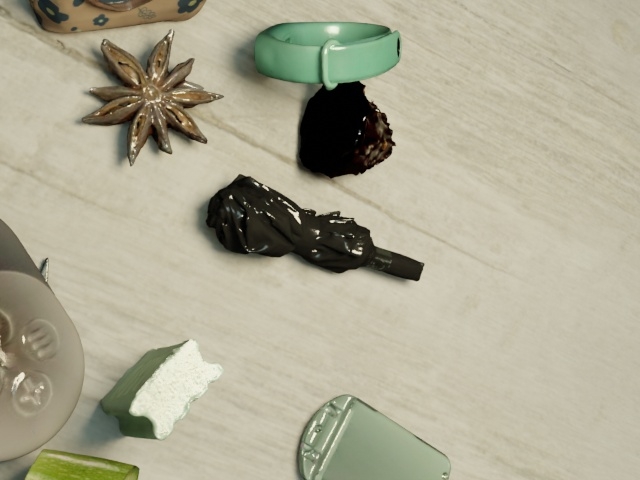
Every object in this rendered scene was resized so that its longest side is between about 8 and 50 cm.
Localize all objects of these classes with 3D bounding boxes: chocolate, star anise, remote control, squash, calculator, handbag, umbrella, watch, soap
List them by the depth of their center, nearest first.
[{"bbox_3d":[-0.297,0.327,1.012,0.123,0.170,0.170,24,71,-4],"label":"squash"},{"bbox_3d":[-0.412,0.104,1.013,0.221,0.103,0.332,-41,105,-43],"label":"remote control"},{"bbox_3d":[-0.201,0.183,1.054,0.063,0.198,0.114,47,64,-9],"label":"soap"},{"bbox_3d":[-0.265,-0.397,1.147,0.251,0.193,0.190,-13,89,-24],"label":"handbag"},{"bbox_3d":[-0.241,-0.195,1.190,0.182,0.065,0.195,-39,100,-20],"label":"star anise"},{"bbox_3d":[0.083,0.325,1.228,0.246,0.045,0.141,34,68,-13],"label":"calculator"},{"bbox_3d":[0.009,-0.269,1.230,0.195,0.237,0.068,6,112,14],"label":"watch"},{"bbox_3d":[0.000,0.000,1.235,0.340,0.118,0.118,19,73,-23],"label":"umbrella"},{"bbox_3d":[0.059,-0.157,1.279,0.133,0.156,0.156,12,74,-38],"label":"chocolate"}]

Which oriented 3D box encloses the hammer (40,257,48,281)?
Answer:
[{"bbox_3d":[-0.444,0.032,1.083,0.199,0.013,0.062,14,74,-20],"label":"hammer"}]
